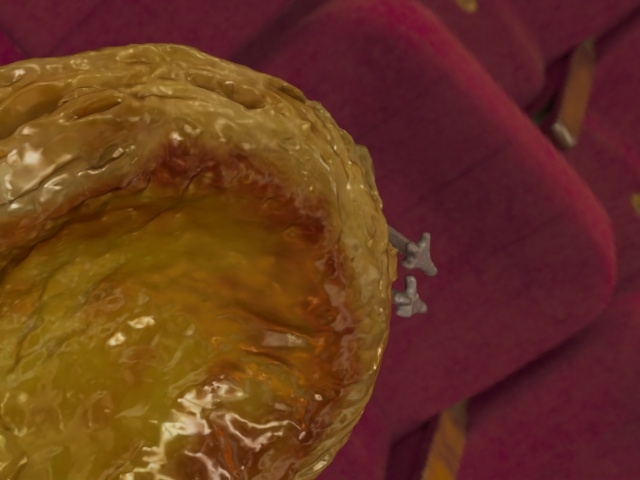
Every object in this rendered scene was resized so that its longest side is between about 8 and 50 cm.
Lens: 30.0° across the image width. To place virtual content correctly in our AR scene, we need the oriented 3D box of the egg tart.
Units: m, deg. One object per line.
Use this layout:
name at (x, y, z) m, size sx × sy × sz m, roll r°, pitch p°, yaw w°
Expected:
egg tart at (-0.110, 0.040, 0.581) m, size 0.319 × 0.319 × 0.128 m, roll 20°, pitch 20°, yaw -40°

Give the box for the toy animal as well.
toy animal at (0.015, 0.005, 1.021) m, size 0.367 × 0.206 × 0.081 m, roll 26°, pitch 86°, yaw -49°
